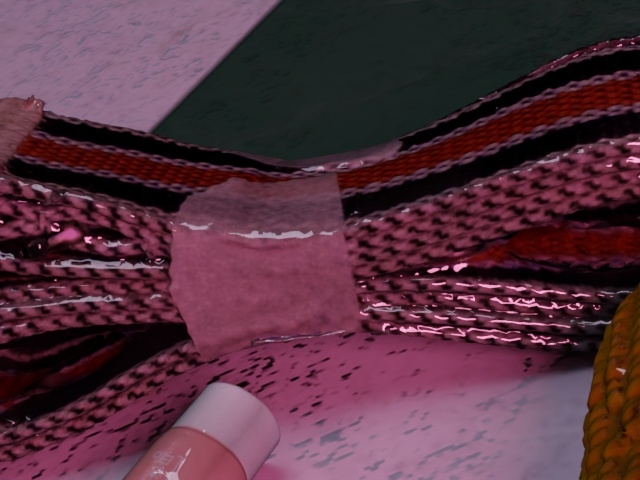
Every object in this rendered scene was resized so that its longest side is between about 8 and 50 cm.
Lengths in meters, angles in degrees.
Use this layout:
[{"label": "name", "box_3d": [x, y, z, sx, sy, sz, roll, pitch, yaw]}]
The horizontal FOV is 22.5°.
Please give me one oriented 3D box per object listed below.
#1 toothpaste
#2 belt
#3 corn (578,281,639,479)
[{"label": "toothpaste", "box_3d": [-0.080, 0.125, 0.518, 0.056, 0.036, 0.205, 6, 41, 37]}, {"label": "belt", "box_3d": [0.000, 0.000, 0.611, 0.360, 0.126, 0.094, -6, 21, 8]}, {"label": "corn", "box_3d": [0.106, 0.078, 0.462, 0.068, 0.068, 0.207, -6, 34, 20]}]
